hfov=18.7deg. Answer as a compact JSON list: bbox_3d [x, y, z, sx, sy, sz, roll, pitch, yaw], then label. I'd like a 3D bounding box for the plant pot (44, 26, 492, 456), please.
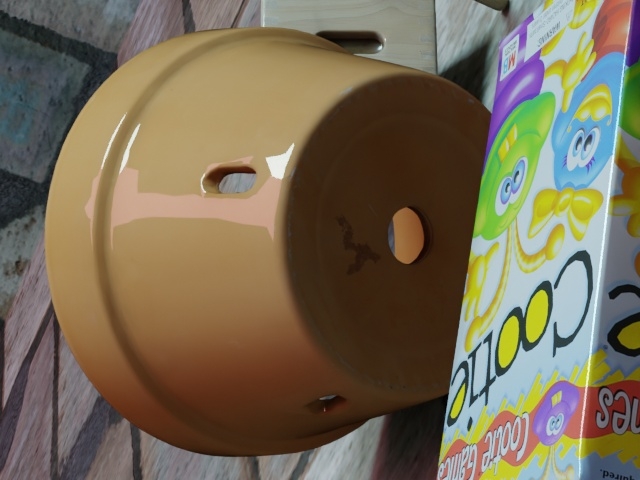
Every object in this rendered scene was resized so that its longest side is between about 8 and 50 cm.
[{"bbox_3d":[0.000,0.000,1.243,0.203,0.291,0.291,-2,69,54],"label":"plant pot"}]

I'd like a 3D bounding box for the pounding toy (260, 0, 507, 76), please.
[{"bbox_3d":[0.046,-0.136,1.412,0.206,0.181,0.094,96,175,-67],"label":"pounding toy"}]

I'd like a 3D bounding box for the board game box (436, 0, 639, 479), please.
[{"bbox_3d":[0.158,0.019,0.891,0.142,0.144,0.275,139,146,-59],"label":"board game box"}]
